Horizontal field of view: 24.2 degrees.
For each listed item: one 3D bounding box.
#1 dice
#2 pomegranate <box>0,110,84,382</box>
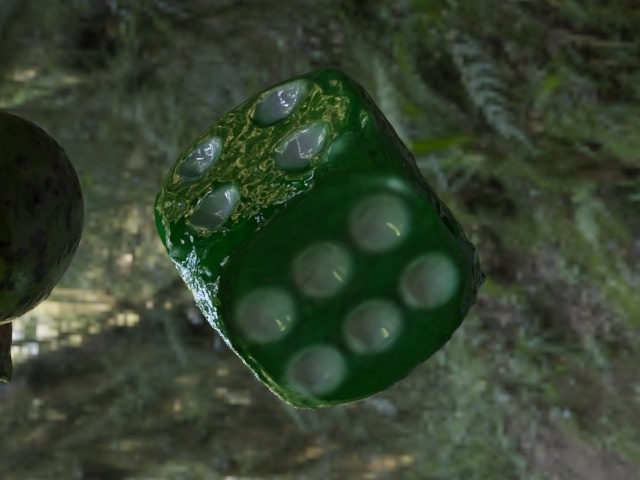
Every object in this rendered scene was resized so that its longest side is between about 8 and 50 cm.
[{"bbox_3d":[0.000,0.000,0.762,0.131,0.128,0.120,53,-176,-30],"label":"dice"},{"bbox_3d":[-0.232,0.006,0.977,0.159,0.159,0.205,-90,0,-62],"label":"pomegranate"}]
